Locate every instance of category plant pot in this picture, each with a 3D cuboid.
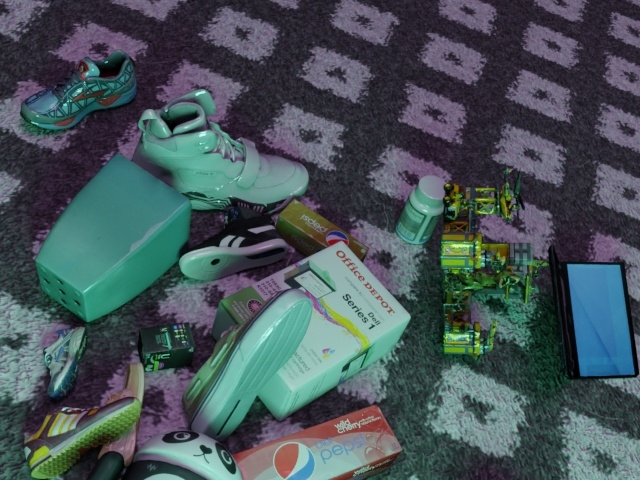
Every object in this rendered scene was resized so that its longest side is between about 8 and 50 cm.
[{"bbox_3d":[-0.361,0.010,1.357,0.165,0.166,0.234,33,57,10],"label":"plant pot"}]

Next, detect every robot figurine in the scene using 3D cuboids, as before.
[{"bbox_3d":[-0.210,0.392,1.068,0.173,0.209,0.278,-5,41,29],"label":"robot figurine"}]

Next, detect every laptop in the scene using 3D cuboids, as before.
[{"bbox_3d":[0.514,0.138,1.481,0.136,0.264,0.235,-8,76,18],"label":"laptop"}]

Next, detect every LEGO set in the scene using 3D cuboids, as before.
[{"bbox_3d":[0.320,0.050,1.430,0.192,0.332,0.255,0,34,11],"label":"LEGO set"}]

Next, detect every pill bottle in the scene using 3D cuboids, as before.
[{"bbox_3d":[0.208,-0.063,1.606,0.078,0.137,0.078,9,49,-11],"label":"pill bottle"}]

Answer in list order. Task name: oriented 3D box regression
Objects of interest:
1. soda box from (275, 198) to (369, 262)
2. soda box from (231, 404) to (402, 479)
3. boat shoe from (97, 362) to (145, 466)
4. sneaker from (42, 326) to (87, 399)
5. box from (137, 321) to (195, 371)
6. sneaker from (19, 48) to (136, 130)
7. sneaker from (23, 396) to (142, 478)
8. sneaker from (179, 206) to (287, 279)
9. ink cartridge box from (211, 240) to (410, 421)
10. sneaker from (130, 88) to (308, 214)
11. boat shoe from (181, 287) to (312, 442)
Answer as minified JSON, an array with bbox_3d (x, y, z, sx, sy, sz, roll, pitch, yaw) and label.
[{"bbox_3d":[0.000,0.000,1.541,0.181,0.058,0.061,33,50,11],"label":"soda box"},{"bbox_3d":[-0.010,0.347,1.233,0.263,0.083,0.092,-14,57,-27],"label":"soda box"},{"bbox_3d":[-0.308,0.262,1.221,0.059,0.063,0.170,12,49,-16],"label":"boat shoe"},{"bbox_3d":[-0.414,0.194,1.260,0.058,0.052,0.135,6,42,0],"label":"sneaker"},{"bbox_3d":[-0.255,0.176,1.309,0.083,0.062,0.052,-6,52,-22],"label":"box"},{"bbox_3d":[-0.491,-0.318,1.602,0.104,0.125,0.261,42,51,18],"label":"sneaker"},{"bbox_3d":[-0.353,0.266,1.160,0.185,0.070,0.084,-32,59,-3],"label":"sneaker"},{"bbox_3d":[-0.179,-0.001,1.479,0.216,0.079,0.121,-8,51,-34],"label":"sneaker"},{"bbox_3d":[-0.015,0.147,1.374,0.278,0.117,0.201,-26,63,-34],"label":"ink cartridge box"},{"bbox_3d":[-0.183,-0.163,1.515,0.365,0.210,0.138,1,52,-17],"label":"sneaker"},{"bbox_3d":[-0.125,0.180,1.208,0.094,0.302,0.109,46,20,30],"label":"boat shoe"}]
